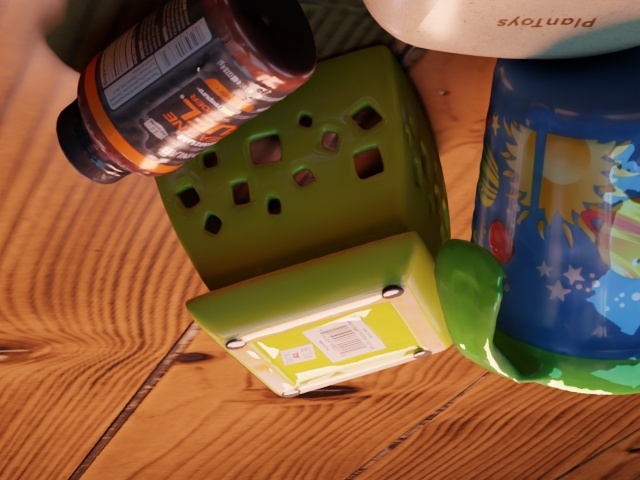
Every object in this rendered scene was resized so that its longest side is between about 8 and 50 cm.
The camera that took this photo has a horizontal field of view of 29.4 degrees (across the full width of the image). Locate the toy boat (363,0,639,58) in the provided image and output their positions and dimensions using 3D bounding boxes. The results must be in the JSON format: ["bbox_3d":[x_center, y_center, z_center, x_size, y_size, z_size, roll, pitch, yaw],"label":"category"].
[{"bbox_3d":[0.170,-0.236,0.767,0.267,0.148,0.318,1,158,-14],"label":"toy boat"}]

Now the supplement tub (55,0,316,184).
[{"bbox_3d":[-0.105,-0.115,0.896,0.198,0.106,0.106,-30,148,31],"label":"supplement tub"}]

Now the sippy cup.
[{"bbox_3d":[0.218,-0.039,0.938,0.240,0.305,0.224,0,125,11],"label":"sippy cup"}]

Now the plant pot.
[{"bbox_3d":[0.000,0.000,1.050,0.227,0.207,0.228,-17,152,11],"label":"plant pot"}]
